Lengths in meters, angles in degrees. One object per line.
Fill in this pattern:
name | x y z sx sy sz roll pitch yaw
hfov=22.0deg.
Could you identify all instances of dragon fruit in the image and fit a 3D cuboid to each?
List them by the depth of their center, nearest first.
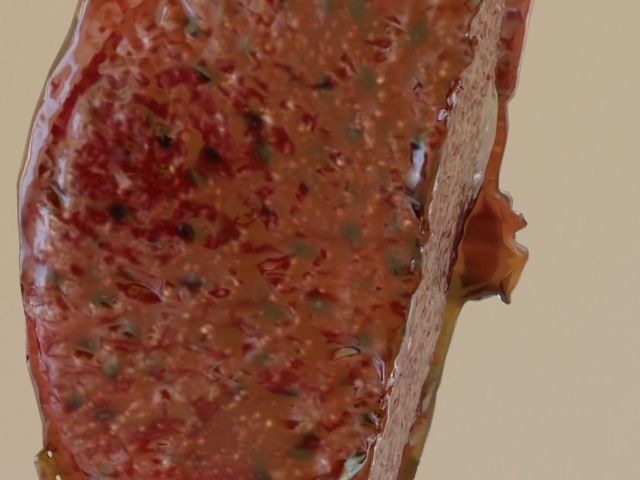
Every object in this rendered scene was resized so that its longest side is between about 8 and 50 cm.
dragon fruit | -0.008 -0.004 0.514 0.126 0.161 0.274 16 -69 15
